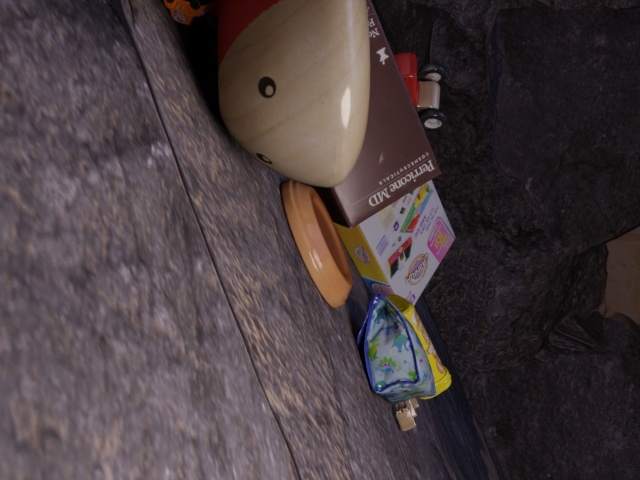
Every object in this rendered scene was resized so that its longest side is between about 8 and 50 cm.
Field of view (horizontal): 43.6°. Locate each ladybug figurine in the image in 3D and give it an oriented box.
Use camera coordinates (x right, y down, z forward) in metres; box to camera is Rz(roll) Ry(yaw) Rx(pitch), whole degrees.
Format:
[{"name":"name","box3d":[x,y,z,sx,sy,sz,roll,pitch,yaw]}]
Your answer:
[{"name":"ladybug figurine","box3d":[-0.042,-0.252,0.965,0.450,0.161,0.305,-97,-172,-47]}]

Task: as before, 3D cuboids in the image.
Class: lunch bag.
[{"name":"lunch bag","box3d":[0.115,0.167,1.244,0.129,0.096,0.151,48,31,-64]}]

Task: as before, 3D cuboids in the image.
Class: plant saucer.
[{"name":"plant saucer","box3d":[0.000,0.000,1.161,0.200,0.037,0.200,-22,90,-82]}]

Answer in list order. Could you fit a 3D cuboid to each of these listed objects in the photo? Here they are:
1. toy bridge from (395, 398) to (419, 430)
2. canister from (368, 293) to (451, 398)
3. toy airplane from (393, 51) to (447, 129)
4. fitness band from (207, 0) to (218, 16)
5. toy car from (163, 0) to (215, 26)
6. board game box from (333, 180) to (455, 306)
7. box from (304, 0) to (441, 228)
[{"name":"toy bridge","box3d":[0.143,0.275,1.371,0.188,0.026,0.063,4,63,-82]},{"name":"canister","box3d":[0.163,0.193,1.474,0.170,0.073,0.126,63,-10,-16]},{"name":"toy airplane","box3d":[0.091,-0.263,1.790,0.386,0.272,0.385,-113,-145,-65]},{"name":"fitness band","box3d":[-0.189,-0.451,1.095,0.209,0.054,0.291,-98,165,-58]},{"name":"toy car","box3d":[-0.148,-0.283,0.927,0.122,0.060,0.041,-89,-173,-54]},{"name":"board game box","box3d":[0.149,-0.034,1.597,0.242,0.064,0.317,-54,134,-29]},{"name":"box","box3d":[0.021,-0.232,1.268,0.382,0.191,0.143,64,-15,-22]}]
